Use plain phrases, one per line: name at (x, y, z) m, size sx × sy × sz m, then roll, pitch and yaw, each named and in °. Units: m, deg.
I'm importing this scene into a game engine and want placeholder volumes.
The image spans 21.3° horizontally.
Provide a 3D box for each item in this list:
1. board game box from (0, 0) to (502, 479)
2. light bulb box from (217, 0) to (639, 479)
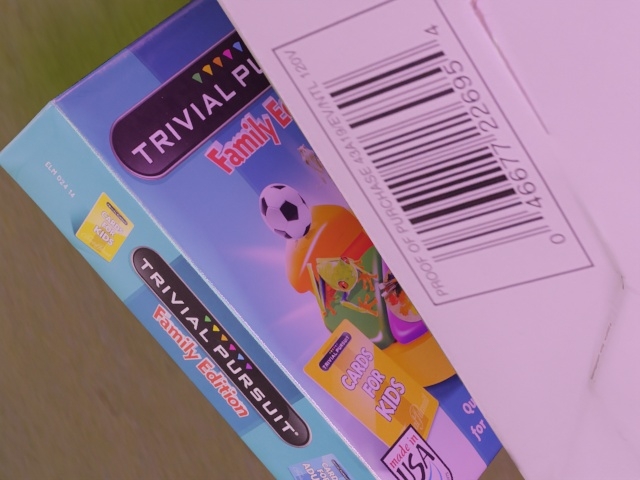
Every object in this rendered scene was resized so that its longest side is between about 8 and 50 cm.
board game box at (0.000, 0.000, 1.078) m, size 0.336 × 0.254 × 0.079 m, roll 49°, pitch 135°, yaw -4°
light bulb box at (0.175, -0.135, 0.763) m, size 0.225 × 0.361 × 0.358 m, roll -16°, pitch 114°, yaw 43°
